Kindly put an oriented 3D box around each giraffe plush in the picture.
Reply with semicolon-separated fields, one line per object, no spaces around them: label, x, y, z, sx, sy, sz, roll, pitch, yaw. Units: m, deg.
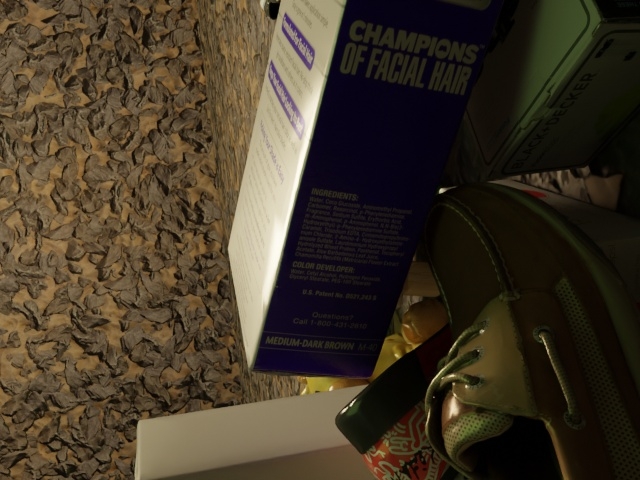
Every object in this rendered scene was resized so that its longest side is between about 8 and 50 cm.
giraffe plush;0.064;0.158;0.842;0.210;0.170;0.181;-130;35;-64

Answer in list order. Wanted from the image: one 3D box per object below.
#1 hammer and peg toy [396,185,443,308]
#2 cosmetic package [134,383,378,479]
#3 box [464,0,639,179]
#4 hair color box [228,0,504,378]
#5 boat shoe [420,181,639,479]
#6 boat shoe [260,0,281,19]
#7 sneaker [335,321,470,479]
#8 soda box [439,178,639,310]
hammer and peg toy;0.051;-0.089;0.844;0.266;0.127;0.361;141;133;-73
cosmetic package;0.025;0.248;0.650;0.155;0.365;0.197;-163;66;-74
box;0.147;-0.211;0.525;0.169;0.087;0.290;111;149;-60
hair color box;0.017;-0.086;0.540;0.185;0.110;0.339;-112;32;-58
boat shoe;0.122;0.088;0.414;0.123;0.116;0.324;99;157;-45
boat shoe;-0.083;-0.473;1.362;0.040;0.049;0.142;62;164;5
sneaker;0.134;0.128;0.548;0.145;0.270;0.090;49;127;13
soda box;0.171;0.004;0.558;0.216;0.074;0.069;-140;44;-69
